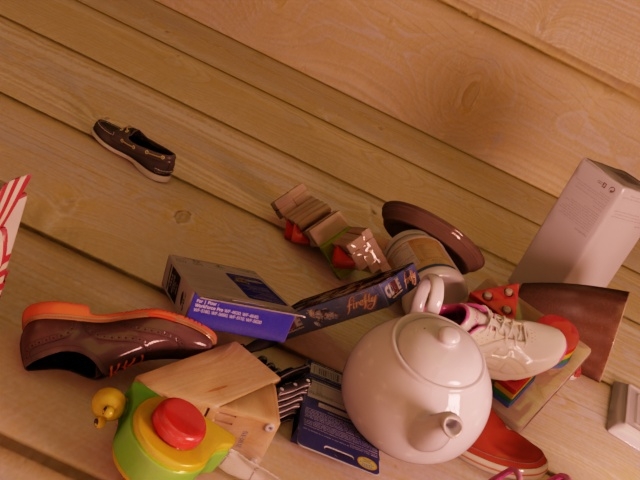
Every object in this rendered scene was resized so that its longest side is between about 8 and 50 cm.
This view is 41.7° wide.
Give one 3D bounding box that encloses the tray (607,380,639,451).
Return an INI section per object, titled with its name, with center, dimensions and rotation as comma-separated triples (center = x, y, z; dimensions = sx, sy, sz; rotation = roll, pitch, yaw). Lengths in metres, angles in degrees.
[tray]
center = 0.700, 0.386, 1.823
dimensions = 0.145, 0.030, 0.270
rotation = 33, 23, 12

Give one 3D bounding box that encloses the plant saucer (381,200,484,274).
[plant saucer]
center = 0.260, 0.001, 1.998
dimensions = 0.278, 0.041, 0.278
rotation = 31, -13, 8

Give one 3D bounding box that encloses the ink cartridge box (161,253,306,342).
[ink cartridge box]
center = -0.149, 0.094, 1.335
dimensions = 0.165, 0.065, 0.332
rotation = 13, 4, -18

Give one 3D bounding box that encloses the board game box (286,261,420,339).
[board game box]
center = 0.036, 0.109, 1.459
dimensions = 0.165, 0.243, 0.042
rotation = -25, 94, -63

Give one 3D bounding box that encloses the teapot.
[teapot]
center = 0.162, 0.197, 1.286
dimensions = 0.252, 0.187, 0.256
rotation = -20, 53, -42

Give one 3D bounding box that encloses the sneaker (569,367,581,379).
[sneaker]
center = 0.436, 0.239, 1.753
dimensions = 0.225, 0.093, 0.088
rotation = 19, 50, -2

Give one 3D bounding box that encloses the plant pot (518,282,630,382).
[plant pot]
center = 0.557, 0.184, 1.920
dimensions = 0.230, 0.215, 0.215
rotation = 18, 19, 19

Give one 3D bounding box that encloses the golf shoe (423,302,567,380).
[golf shoe]
center = 0.298, 0.174, 1.501
dimensions = 0.306, 0.140, 0.115
rotation = 0, 52, -3

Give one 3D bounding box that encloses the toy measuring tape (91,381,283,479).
[toy measuring tape]
center = -0.143, 0.287, 1.035
dimensions = 0.330, 0.121, 0.121
rotation = 35, 21, -10

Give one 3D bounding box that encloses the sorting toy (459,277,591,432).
[sorting toy]
center = 0.364, 0.196, 1.641
dimensions = 0.257, 0.089, 0.255
rotation = 37, 54, 25

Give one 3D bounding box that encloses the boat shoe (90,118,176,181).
[boat shoe]
center = -0.412, -0.214, 1.863
dimensions = 0.227, 0.069, 0.081
rotation = 34, 23, 17

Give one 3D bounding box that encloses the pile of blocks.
[pile of blocks]
center = 0.000, 0.000, 1.838
dimensions = 0.112, 0.149, 0.362
rotation = -34, 40, -16

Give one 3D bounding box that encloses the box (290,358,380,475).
[box]
center = 0.026, 0.280, 1.306
dimensions = 0.136, 0.036, 0.225
rotation = 24, 23, -7

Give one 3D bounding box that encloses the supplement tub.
[supplement tub]
center = 0.222, 0.077, 1.823
dimensions = 0.144, 0.144, 0.200
rotation = 17, 24, -22

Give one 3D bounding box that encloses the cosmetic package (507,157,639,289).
[cosmetic package]
center = 0.688, 0.001, 2.186
dimensions = 0.217, 0.385, 0.156
rotation = 9, 29, -41

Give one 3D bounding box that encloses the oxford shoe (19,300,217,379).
[oxford shoe]
center = -0.280, 0.155, 1.179
dimensions = 0.271, 0.097, 0.098
rotation = 5, 51, -16

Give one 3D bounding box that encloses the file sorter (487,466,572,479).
[file sorter]
center = 0.327, 0.400, 1.015
dimensions = 0.290, 0.202, 0.182
rotation = 14, 59, -7

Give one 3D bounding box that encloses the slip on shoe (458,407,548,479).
[slip on shoe]
center = 0.245, 0.293, 1.434
dimensions = 0.331, 0.101, 0.123
rotation = 34, 22, 14

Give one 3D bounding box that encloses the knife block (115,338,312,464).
[knife block]
center = -0.144, 0.205, 1.220
dimensions = 0.275, 0.088, 0.242
rotation = 18, 23, -18

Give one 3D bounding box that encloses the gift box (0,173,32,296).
[gift box]
center = -0.510, 0.012, 1.025
dimensions = 0.258, 0.255, 0.276
rotation = 26, 26, 4
